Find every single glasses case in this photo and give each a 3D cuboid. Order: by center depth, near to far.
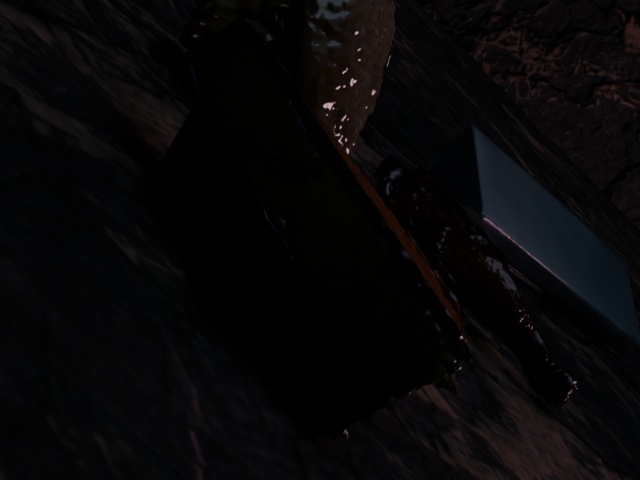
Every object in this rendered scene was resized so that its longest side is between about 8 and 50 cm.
[{"bbox_3d":[0.189,0.011,1.398,0.266,0.056,0.105,35,41,-41],"label":"glasses case"}]

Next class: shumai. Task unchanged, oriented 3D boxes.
[{"bbox_3d":[-0.024,-0.113,0.951,0.116,0.145,0.145,11,3,17],"label":"shumai"}]

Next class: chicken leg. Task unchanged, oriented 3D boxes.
[{"bbox_3d":[0.097,0.021,1.051,0.205,0.053,0.093,60,4,36],"label":"chicken leg"}]

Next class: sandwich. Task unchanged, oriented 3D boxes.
[{"bbox_3d":[-0.010,-0.005,0.729,0.235,0.079,0.159,56,5,24],"label":"sandwich"}]
